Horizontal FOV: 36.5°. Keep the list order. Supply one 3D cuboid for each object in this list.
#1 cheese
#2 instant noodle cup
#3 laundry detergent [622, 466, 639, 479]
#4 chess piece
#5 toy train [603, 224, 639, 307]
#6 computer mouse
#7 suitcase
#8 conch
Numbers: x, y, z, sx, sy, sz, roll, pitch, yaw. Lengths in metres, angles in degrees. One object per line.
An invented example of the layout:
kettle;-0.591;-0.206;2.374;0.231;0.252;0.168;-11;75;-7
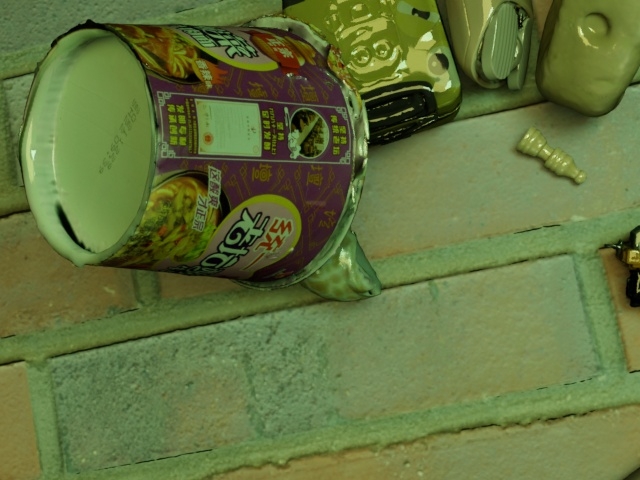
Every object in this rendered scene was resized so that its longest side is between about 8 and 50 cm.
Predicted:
cheese;0.329;-0.263;1.131;0.117;0.218;0.235;16;64;6
instant noodle cup;-0.154;-0.105;1.079;0.339;0.266;0.340;0;90;42
laundry detergent;0.442;0.316;1.113;0.237;0.076;0.171;-34;81;1
chess piece;0.290;-0.101;1.204;0.092;0.035;0.035;38;90;7
toy train;0.442;0.041;1.138;0.219;0.089;0.127;6;94;8
computer mouse;0.205;-0.301;1.182;0.082;0.145;0.237;-13;79;29
suitcase;0.063;-0.228;1.195;0.193;0.143;0.235;-16;80;5
conch;0.002;0.012;1.193;0.106;0.116;0.173;-39;94;23
